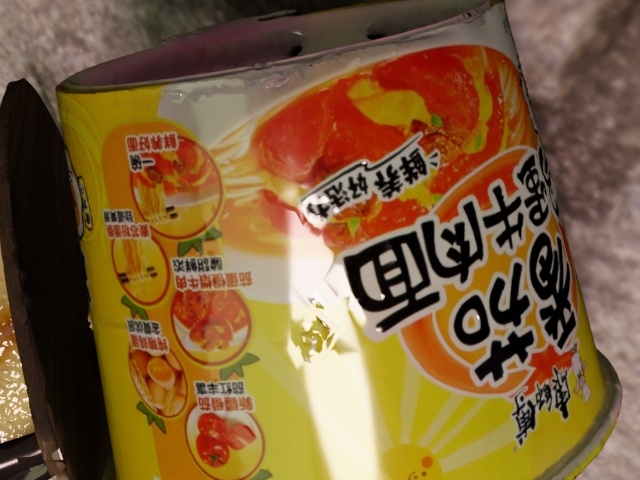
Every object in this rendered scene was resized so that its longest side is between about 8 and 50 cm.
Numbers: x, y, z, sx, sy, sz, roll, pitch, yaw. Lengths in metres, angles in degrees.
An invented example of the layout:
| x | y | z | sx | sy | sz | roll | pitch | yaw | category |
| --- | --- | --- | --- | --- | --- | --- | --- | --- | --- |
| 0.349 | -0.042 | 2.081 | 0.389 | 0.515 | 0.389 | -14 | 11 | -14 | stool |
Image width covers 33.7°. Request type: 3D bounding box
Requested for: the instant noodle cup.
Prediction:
| x | y | z | sx | sy | sz | roll | pitch | yaw | category |
| --- | --- | --- | --- | --- | --- | --- | --- | --- | --- |
| 0.000 | 0.000 | 0.500 | 0.264 | 0.264 | 0.200 | 1 | 112 | 34 | instant noodle cup |

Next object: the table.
| x | y | z | sx | sy | sz | roll | pitch | yaw | category |
| --- | --- | --- | --- | --- | --- | --- | --- | --- | --- |
| -0.241 | 0.115 | 0.657 | 0.249 | 0.317 | 0.317 | -19 | 111 | 0 | table |

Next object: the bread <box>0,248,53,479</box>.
| x | y | z | sx | sy | sz | roll | pitch | yaw | category |
| --- | --- | --- | --- | --- | --- | --- | --- | --- | --- |
| -0.243 | 0.068 | 0.855 | 0.240 | 0.135 | 0.178 | 52 | 167 | -6 | bread |
